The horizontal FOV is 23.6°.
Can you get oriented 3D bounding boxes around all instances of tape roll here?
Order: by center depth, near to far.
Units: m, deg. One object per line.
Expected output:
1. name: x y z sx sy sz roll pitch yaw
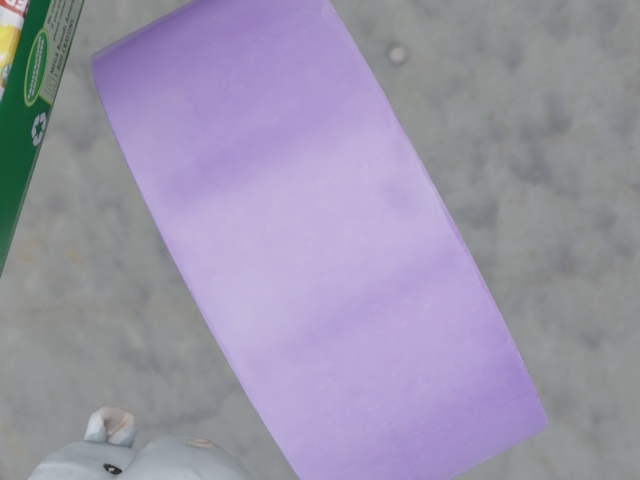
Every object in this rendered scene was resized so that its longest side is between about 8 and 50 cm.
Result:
1. tape roll: 0.000 0.000 0.536 0.080 0.189 0.189 -29 98 1

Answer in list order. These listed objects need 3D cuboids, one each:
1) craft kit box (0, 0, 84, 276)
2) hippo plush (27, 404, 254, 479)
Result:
1. craft kit box: -0.209 -0.068 0.493 0.246 0.061 0.250 13 82 10
2. hippo plush: -0.085 0.215 1.039 0.294 0.234 0.236 -9 117 43
